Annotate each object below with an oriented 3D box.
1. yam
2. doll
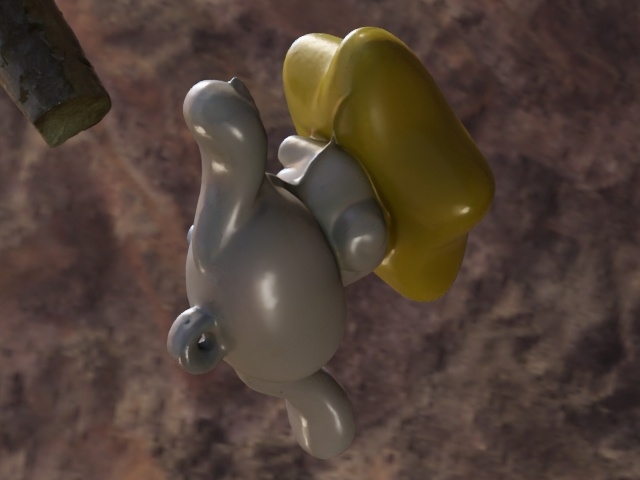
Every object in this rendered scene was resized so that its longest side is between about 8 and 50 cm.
[{"bbox_3d":[-0.209,-0.146,1.291,0.068,0.068,0.169,-37,-106,26],"label":"yam"},{"bbox_3d":[0.002,0.006,0.556,0.071,0.113,0.135,21,-61,37],"label":"doll"}]
